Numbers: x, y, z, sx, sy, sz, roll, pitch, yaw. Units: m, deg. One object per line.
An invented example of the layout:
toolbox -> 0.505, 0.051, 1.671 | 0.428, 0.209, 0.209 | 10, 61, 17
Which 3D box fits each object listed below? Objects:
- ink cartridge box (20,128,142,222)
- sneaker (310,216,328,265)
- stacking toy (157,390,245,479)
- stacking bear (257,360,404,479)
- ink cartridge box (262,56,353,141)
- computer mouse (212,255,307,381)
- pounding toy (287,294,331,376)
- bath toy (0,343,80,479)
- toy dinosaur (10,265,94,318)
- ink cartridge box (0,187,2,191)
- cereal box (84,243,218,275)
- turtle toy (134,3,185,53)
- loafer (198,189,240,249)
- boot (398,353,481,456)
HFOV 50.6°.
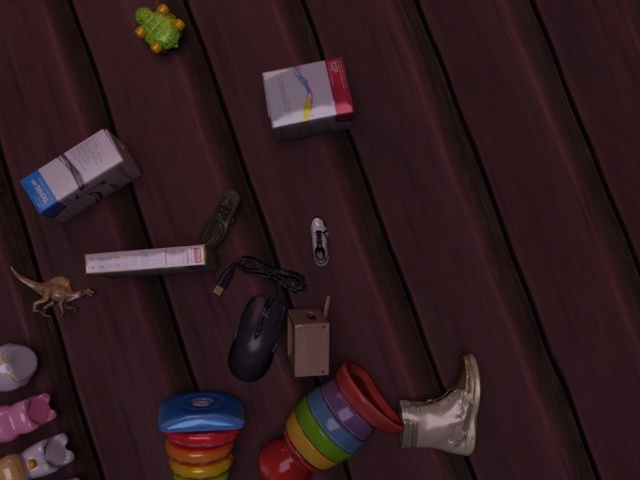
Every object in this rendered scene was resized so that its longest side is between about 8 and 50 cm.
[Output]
ink cartridge box -> -0.500, -0.134, 1.434 | 0.203, 0.148, 0.086 | -32, 84, -2
sneaker -> 0.000, 0.000, 1.474 | 0.040, 0.044, 0.109 | -8, 83, 2
stacking toy -> -0.244, 0.476, 1.389 | 0.175, 0.166, 0.302 | 0, 96, -11
stacking bear -> -0.005, 0.399, 1.381 | 0.289, 0.164, 0.175 | -43, 53, 7
ink cartridge box -> -0.028, -0.300, 1.459 | 0.176, 0.128, 0.127 | -12, 84, -1
computer mouse -> -0.158, 0.161, 1.450 | 0.184, 0.060, 0.262 | 26, 85, 2
pounding toy -> -0.015, 0.196, 1.418 | 0.100, 0.141, 0.130 | -1, 101, -10
bath toy -> -0.627, 0.390, 1.401 | 0.129, 0.151, 0.348 | -24, 82, 28
toy dinosaur -> -0.587, 0.118, 1.469 | 0.183, 0.053, 0.092 | 14, 69, -6
ink cartridge box -> -0.776, -0.133, 1.483 | 0.088, 0.052, 0.122 | -39, 87, -4
cereal box -> -0.342, 0.045, 1.406 | 0.240, 0.173, 0.047 | -5, 84, -1
turtle toy -> -0.363, -0.473, 1.507 | 0.130, 0.066, 0.095 | 44, 86, 4
loafer -> -0.214, -0.044, 1.477 | 0.056, 0.050, 0.148 | 35, 101, 7
boot -> 0.248, 0.340, 1.425 | 0.165, 0.077, 0.213 | 5, 87, 2
